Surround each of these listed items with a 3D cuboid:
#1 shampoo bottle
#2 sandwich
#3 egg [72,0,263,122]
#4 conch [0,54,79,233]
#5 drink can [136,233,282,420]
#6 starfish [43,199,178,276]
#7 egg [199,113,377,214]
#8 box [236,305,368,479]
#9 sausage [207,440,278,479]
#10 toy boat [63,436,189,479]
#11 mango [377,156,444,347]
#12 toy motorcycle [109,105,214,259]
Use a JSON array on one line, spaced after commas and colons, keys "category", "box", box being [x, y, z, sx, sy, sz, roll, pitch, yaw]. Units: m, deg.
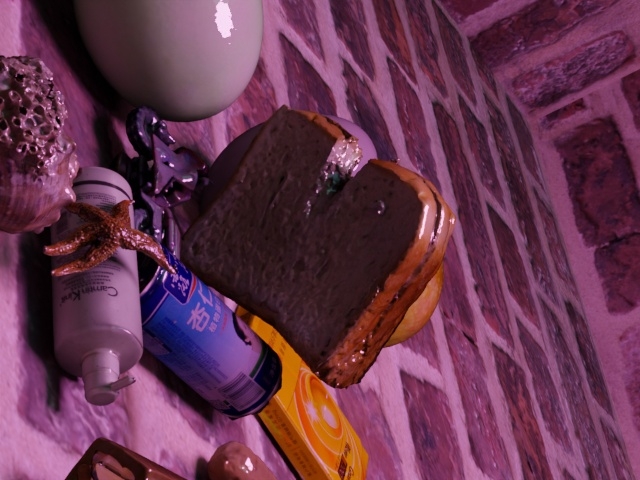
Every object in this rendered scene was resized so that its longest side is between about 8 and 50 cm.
[{"category": "shampoo bottle", "box": [-0.219, 0.048, 1.531, 0.085, 0.085, 0.262, 45, 26, -44]}, {"category": "sandwich", "box": [-0.001, -0.001, 1.765, 0.273, 0.249, 0.095, 35, -1, 33]}, {"category": "egg", "box": [-0.177, -0.272, 1.855, 0.270, 0.220, 0.220, 66, 18, 3]}, {"category": "conch", "box": [-0.317, -0.098, 1.438, 0.178, 0.163, 0.245, 38, 21, 34]}, {"category": "drink can", "box": [-0.139, 0.095, 1.672, 0.235, 0.097, 0.097, 46, 25, -40]}, {"category": "starfish", "box": [-0.191, -0.006, 1.502, 0.130, 0.041, 0.133, 21, 45, -7]}, {"category": "egg", "box": [-0.035, -0.067, 1.953, 0.176, 0.232, 0.176, 47, 29, -37]}, {"category": "box", "box": [-0.026, 0.206, 1.914, 0.269, 0.043, 0.152, 57, 20, -18]}, {"category": "sausage", "box": [-0.028, 0.334, 1.712, 0.301, 0.066, 0.066, 58, 19, -24]}, {"category": "toy boat", "box": [-0.140, 0.280, 1.395, 0.445, 0.136, 0.162, 45, 30, -55]}, {"category": "mango", "box": [0.045, -0.010, 2.161, 0.225, 0.201, 0.382, 19, 32, -34]}, {"category": "toy motorcycle", "box": [-0.181, -0.048, 1.777, 0.122, 0.082, 0.213, 34, 41, -38]}]
